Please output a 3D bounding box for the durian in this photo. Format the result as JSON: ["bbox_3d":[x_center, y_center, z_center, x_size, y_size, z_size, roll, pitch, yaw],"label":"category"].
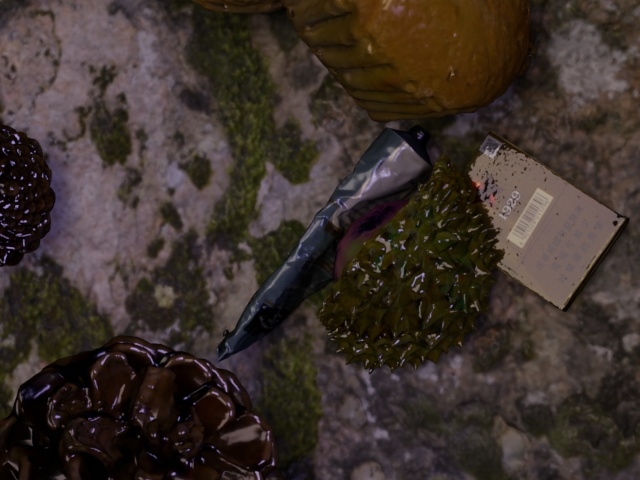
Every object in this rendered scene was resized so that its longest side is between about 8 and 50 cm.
[{"bbox_3d":[0.061,0.038,1.240,0.119,0.108,0.186,46,111,17],"label":"durian"}]

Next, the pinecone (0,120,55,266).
[{"bbox_3d":[-0.302,-0.039,1.388,0.121,0.140,0.140,-25,75,45],"label":"pinecone"}]

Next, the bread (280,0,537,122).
[{"bbox_3d":[0.062,-0.202,1.216,0.139,0.240,0.239,-14,79,34],"label":"bread"}]

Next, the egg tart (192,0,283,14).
[{"bbox_3d":[-0.099,-0.327,1.325,0.297,0.132,0.297,-2,96,-17],"label":"egg tart"}]

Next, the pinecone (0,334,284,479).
[{"bbox_3d":[-0.148,0.183,1.246,0.244,0.257,0.243,-2,48,2],"label":"pinecone"}]

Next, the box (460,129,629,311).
[{"bbox_3d":[0.164,-0.016,1.266,0.133,0.023,0.090,35,95,20],"label":"box"}]

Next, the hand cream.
[{"bbox_3d":[0.000,0.000,1.303,0.248,0.075,0.052,-46,67,8],"label":"hand cream"}]
